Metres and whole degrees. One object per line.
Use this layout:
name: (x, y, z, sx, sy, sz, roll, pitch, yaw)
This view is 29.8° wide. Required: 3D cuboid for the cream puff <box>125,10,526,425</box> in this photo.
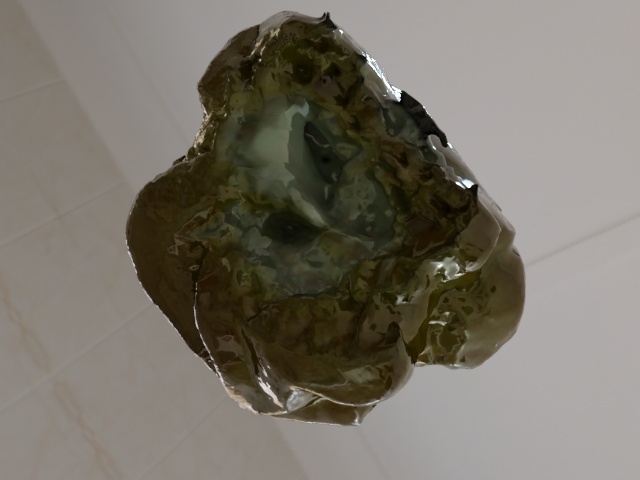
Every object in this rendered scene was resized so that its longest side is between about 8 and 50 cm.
cream puff: (-0.002, -0.005, 0.965, 0.270, 0.274, 0.323, -38, -111, 12)
